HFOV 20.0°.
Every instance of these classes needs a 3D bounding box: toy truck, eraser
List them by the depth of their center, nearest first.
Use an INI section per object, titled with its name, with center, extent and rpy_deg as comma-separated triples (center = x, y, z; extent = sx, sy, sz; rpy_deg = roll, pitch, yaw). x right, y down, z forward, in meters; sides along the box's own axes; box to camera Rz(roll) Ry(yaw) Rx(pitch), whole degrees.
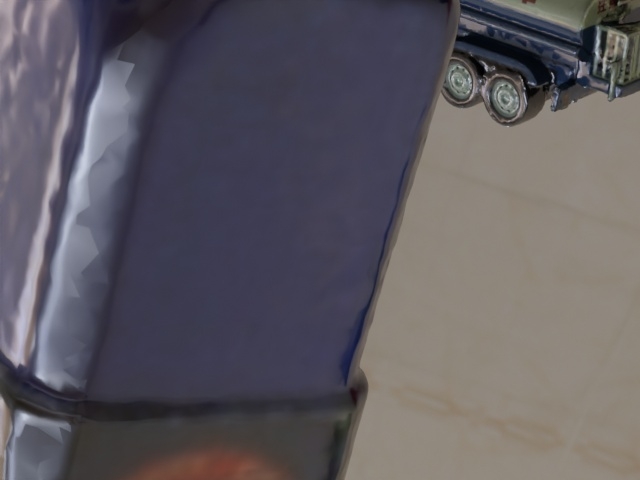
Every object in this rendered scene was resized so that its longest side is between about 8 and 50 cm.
[eraser]
center = -0.070, 0.058, 0.490
extent = 0.101, 0.332, 0.155
rpy_deg = 2, -154, -30
[toy truck]
center = 0.085, -0.120, 0.946
extent = 0.201, 0.088, 0.074
rpy_deg = 25, -144, 37
